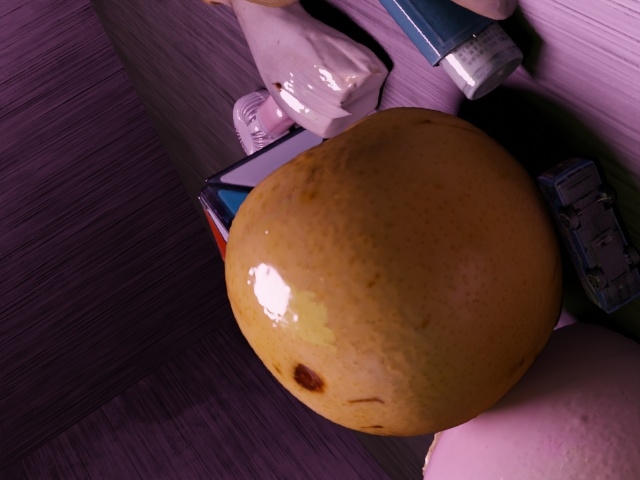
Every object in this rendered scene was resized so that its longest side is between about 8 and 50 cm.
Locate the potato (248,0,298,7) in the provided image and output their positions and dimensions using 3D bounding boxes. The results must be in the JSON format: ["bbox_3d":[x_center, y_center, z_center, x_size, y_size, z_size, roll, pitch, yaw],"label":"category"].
[{"bbox_3d":[-0.055,-0.348,0.969,0.178,0.160,0.235,29,147,10],"label":"potato"}]

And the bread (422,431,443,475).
[{"bbox_3d":[0.338,0.390,1.365,0.405,0.242,0.345,31,162,20],"label":"bread"}]

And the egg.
[{"bbox_3d":[0.252,0.315,1.042,0.354,0.340,0.354,51,165,19],"label":"egg"}]

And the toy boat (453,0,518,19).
[{"bbox_3d":[0.061,-0.273,0.578,0.276,0.111,0.293,29,147,-6],"label":"toy boat"}]

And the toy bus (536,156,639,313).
[{"bbox_3d":[0.251,-0.006,0.897,0.153,0.051,0.061,61,173,-21],"label":"toy bus"}]

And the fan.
[{"bbox_3d":[-0.084,-0.203,1.632,0.130,0.074,0.244,68,162,-1],"label":"fan"}]

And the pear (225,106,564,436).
[{"bbox_3d":[0.080,0.031,0.981,0.348,0.348,0.348,52,167,17],"label":"pear"}]

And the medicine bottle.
[{"bbox_3d":[0.082,-0.247,0.859,0.258,0.079,0.124,54,167,9],"label":"medicine bottle"}]

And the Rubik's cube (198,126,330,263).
[{"bbox_3d":[0.000,0.000,1.409,0.246,0.248,0.250,49,164,27],"label":"Rubik's cube"}]

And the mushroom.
[{"bbox_3d":[-0.043,-0.273,1.241,0.328,0.122,0.159,51,130,21],"label":"mushroom"}]
